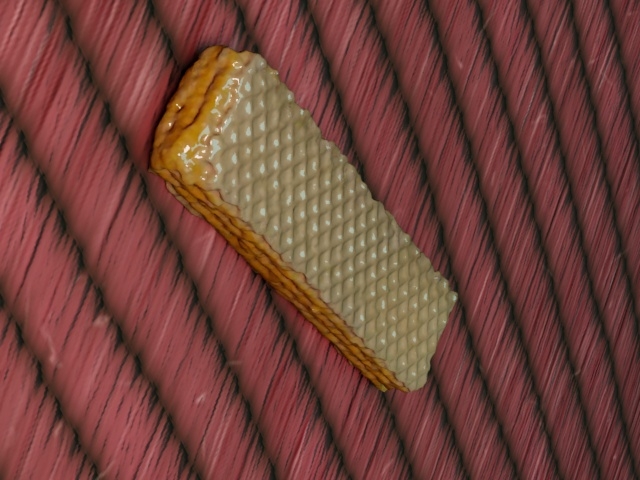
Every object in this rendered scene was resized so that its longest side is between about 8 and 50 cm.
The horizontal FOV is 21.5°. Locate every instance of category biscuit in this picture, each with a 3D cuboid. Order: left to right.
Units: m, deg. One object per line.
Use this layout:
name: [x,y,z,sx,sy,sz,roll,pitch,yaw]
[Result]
biscuit: [0.000,0.000,1.147,0.094,0.054,0.378,-64,146,-17]
